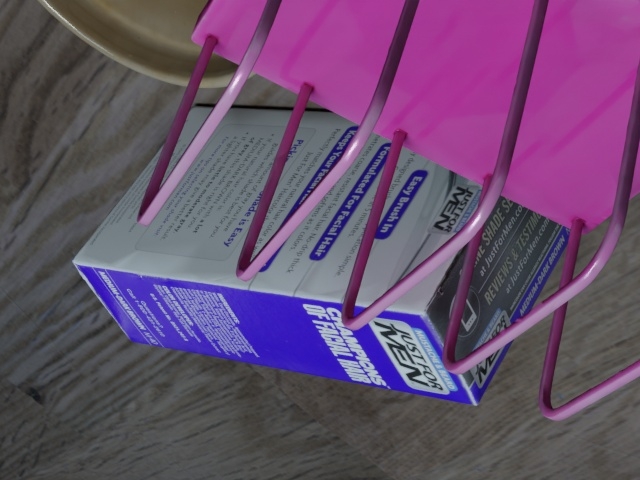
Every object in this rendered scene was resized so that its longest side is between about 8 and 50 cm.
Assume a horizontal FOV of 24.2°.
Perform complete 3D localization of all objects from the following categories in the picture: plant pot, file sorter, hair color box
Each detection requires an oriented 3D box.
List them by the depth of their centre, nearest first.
[{"bbox_3d":[0.069,-0.050,0.834,0.290,0.182,0.202,25,146,-12],"label":"file sorter"},{"bbox_3d":[-0.102,-0.221,0.974,0.237,0.110,0.237,25,150,16],"label":"plant pot"},{"bbox_3d":[0.000,0.000,1.120,0.339,0.185,0.110,6,140,40],"label":"hair color box"}]
